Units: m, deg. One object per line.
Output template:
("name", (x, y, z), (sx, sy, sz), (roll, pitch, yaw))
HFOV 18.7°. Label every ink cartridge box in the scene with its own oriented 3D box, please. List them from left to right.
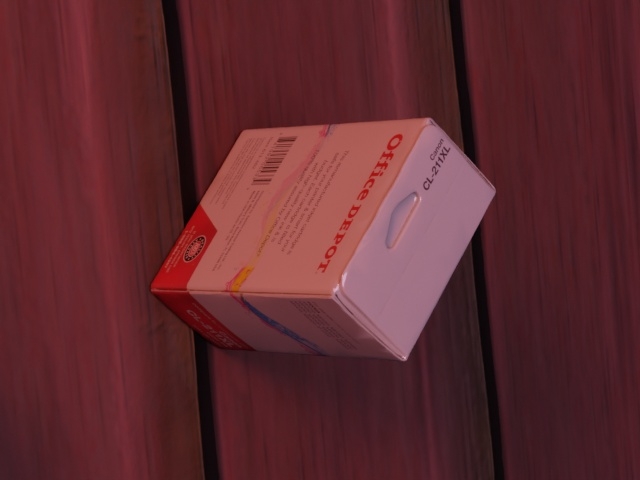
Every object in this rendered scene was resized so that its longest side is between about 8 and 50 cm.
("ink cartridge box", (0.000, 0.000, 1.155), (0.072, 0.175, 0.127), (45, 63, -31))
